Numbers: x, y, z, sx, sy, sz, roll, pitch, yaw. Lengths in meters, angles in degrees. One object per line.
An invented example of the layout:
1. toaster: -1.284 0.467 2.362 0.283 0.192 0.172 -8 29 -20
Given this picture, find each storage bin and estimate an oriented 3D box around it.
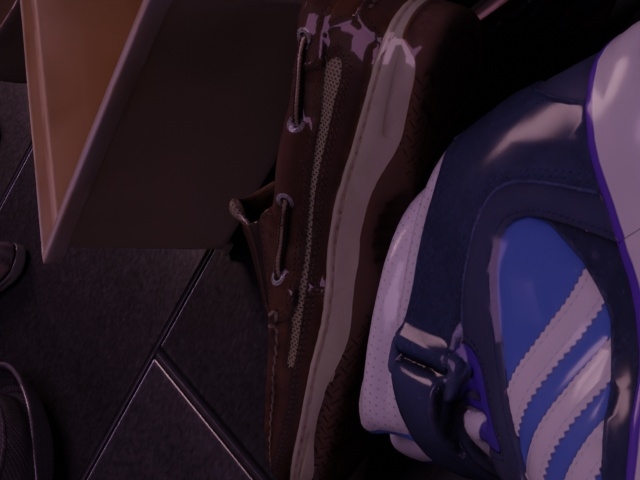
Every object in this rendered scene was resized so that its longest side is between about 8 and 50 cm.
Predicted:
1. storage bin: -0.090 -0.162 0.850 0.262 0.123 0.260 123 142 -51

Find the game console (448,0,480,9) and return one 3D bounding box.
1. game console: 0.017 -0.272 0.845 0.293 0.250 0.173 -1 43 52

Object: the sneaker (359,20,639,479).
1. sneaker: 0.110 0.091 0.564 0.236 0.130 0.322 -40 51 56

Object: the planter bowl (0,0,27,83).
1. planter bowl: -0.216 -0.192 1.144 0.162 0.109 0.162 -31 47 40

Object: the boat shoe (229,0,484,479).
1. boat shoe: 0.004 -0.002 0.702 0.095 0.095 0.257 22 109 22

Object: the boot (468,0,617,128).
1. boot: 0.060 -0.100 0.754 0.219 0.082 0.106 -45 42 29

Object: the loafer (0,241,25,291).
1. loafer: -0.287 0.034 1.162 0.125 0.039 0.045 -36 45 35

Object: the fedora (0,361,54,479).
1. fedora: -0.301 0.206 1.004 0.244 0.124 0.275 22 88 56
